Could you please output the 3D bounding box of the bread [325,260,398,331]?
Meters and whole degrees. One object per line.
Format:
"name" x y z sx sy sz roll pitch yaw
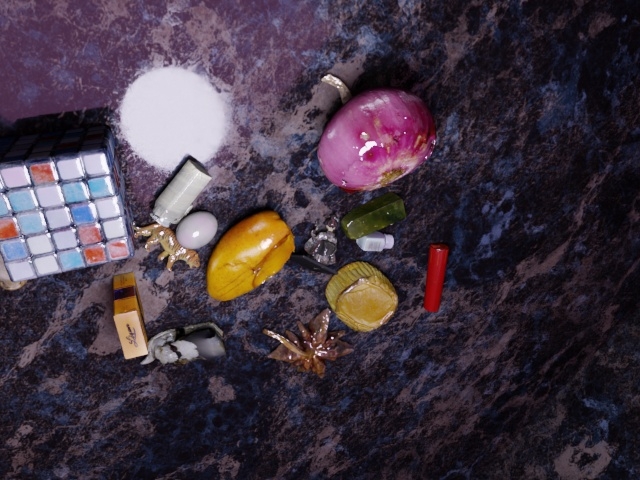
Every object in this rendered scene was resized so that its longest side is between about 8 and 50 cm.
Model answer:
"bread" 0.150 0.205 1.778 0.227 0.142 0.253 -44 124 1

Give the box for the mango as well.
"mango" -0.229 0.053 1.544 0.350 0.201 0.199 -41 86 10

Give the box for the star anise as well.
"star anise" -0.041 0.396 1.812 0.292 0.109 0.349 -34 121 -10

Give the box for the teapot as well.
"teapot" -0.405 -0.130 1.442 0.200 0.077 0.107 -49 152 6

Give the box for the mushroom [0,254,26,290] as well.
"mushroom" -0.887 0.048 1.325 0.097 0.088 0.212 -56 133 -28

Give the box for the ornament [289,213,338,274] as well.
"ornament" 0.000 0.000 1.662 0.166 0.153 0.196 29 77 -31

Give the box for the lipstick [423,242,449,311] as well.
"lipstick" 0.447 0.144 1.907 0.073 0.073 0.279 -7 116 -18

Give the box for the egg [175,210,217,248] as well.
"egg" -0.372 -0.032 1.476 0.135 0.103 0.103 -41 124 -24

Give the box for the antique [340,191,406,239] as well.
"antique" 0.175 -0.083 1.687 0.221 0.080 0.081 -23 119 -9

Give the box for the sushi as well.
"sushi" -0.460 0.340 1.634 0.273 0.109 0.134 -17 124 3

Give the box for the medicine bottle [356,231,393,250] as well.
"medicine bottle" 0.196 0.002 1.736 0.118 0.074 0.055 1 113 -23

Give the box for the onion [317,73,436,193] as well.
"onion" 0.166 -0.312 1.453 0.358 0.358 0.344 12 67 -26

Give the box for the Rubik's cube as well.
"Rubik's cube" -0.644 -0.107 1.228 0.287 0.293 0.291 -13 116 -16

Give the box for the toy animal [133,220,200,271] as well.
"toy animal" -0.470 0.014 1.495 0.099 0.057 0.241 -42 120 -6

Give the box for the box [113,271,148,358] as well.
"box" -0.562 0.215 1.443 0.070 0.237 0.152 -13 118 -19
